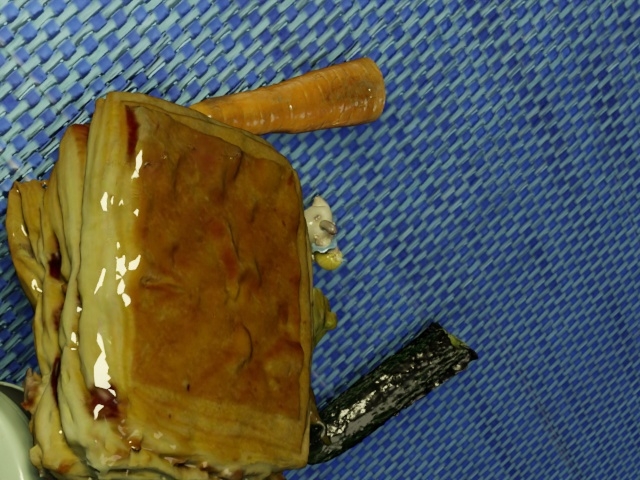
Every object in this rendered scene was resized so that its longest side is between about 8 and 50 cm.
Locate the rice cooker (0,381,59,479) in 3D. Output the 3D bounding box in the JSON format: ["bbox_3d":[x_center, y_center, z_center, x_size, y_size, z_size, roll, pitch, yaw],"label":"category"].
[{"bbox_3d":[-0.296,0.251,1.653,0.288,0.288,0.277,-51,149,9],"label":"rice cooker"}]

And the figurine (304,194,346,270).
[{"bbox_3d":[0.000,0.000,1.934,0.047,0.050,0.083,-32,148,-13],"label":"figurine"}]

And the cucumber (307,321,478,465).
[{"bbox_3d":[0.068,0.175,2.219,0.245,0.067,0.067,-35,148,-18],"label":"cucumber"}]

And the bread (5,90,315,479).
[{"bbox_3d":[-0.138,0.060,1.634,0.167,0.325,0.277,-11,161,36],"label":"bread"}]

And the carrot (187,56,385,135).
[{"bbox_3d":[-0.038,-0.118,1.743,0.209,0.061,0.061,-14,138,-36],"label":"carrot"}]

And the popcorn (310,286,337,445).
[{"bbox_3d":[-0.065,0.113,1.875,0.168,0.173,0.195,-77,176,-51],"label":"popcorn"}]
